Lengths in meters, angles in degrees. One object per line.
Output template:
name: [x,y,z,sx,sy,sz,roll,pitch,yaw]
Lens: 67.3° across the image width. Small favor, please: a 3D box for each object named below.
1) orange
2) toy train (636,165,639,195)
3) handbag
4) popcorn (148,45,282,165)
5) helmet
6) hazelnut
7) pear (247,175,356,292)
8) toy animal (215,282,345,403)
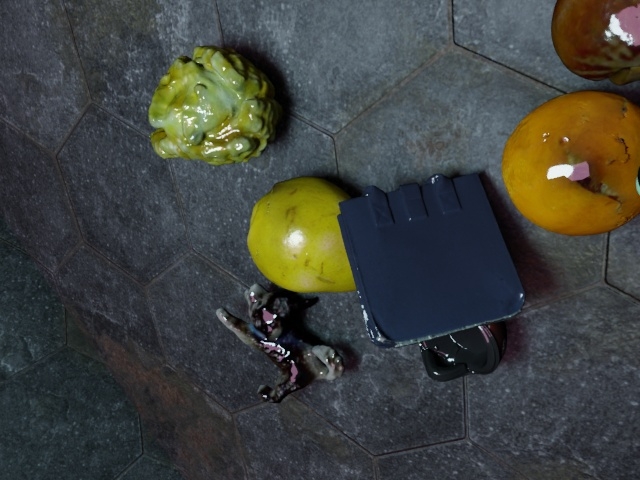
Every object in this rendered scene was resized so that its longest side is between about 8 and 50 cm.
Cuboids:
orange: [0.440,-0.127,0.813,0.246,0.246,0.246,13,117,26]
toy train: [0.645,-0.117,0.634,0.442,0.179,0.272,5,124,-18]
handbag: [0.210,0.032,0.967,0.122,0.303,0.329,94,162,-71]
popcorn: [-0.256,-0.312,1.136,0.335,0.274,0.279,22,119,22]
helmet: [0.308,0.204,1.075,0.216,0.193,0.189,21,133,38]
hazelnut: [0.484,-0.336,0.709,0.251,0.217,0.217,6,116,7]
pear: [-0.007,-0.003,1.154,0.336,0.285,0.285,21,135,-32]
toy animal: [-0.096,0.266,1.359,0.302,0.194,0.344,-20,103,42]
